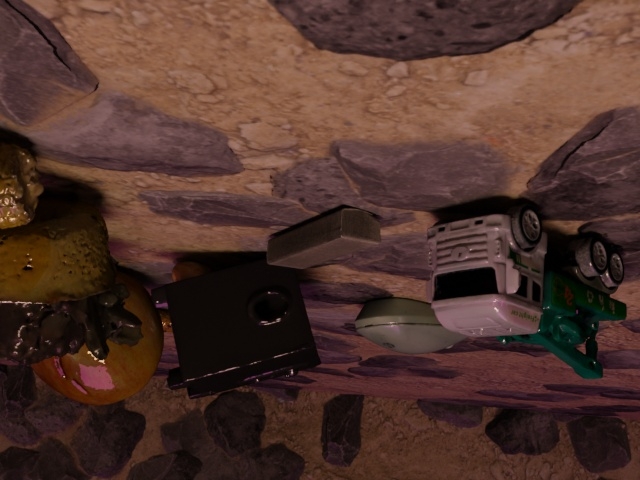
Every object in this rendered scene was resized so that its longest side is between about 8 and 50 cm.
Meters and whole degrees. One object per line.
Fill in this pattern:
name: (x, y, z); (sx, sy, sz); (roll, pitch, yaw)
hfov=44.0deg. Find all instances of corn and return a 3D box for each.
corn: (-0.509, -0.074, 0.948); (0.344, 0.131, 0.131); (1, 162, 4)

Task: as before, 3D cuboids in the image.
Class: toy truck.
toy truck: (0.305, 0.074, 1.122); (0.363, 0.178, 0.176); (24, 155, -39)

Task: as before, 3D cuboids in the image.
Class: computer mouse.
computer mouse: (0.200, 0.191, 1.648); (0.288, 0.097, 0.159); (19, 155, -37)

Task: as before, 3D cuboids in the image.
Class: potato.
potato: (-0.229, 0.065, 1.437); (0.068, 0.062, 0.083); (14, -169, 28)

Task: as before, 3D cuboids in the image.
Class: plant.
plant: (-0.434, 0.092, 1.279); (0.312, 0.213, 0.215); (3, -179, 18)

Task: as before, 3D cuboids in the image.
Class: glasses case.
glasses case: (0.000, 0.000, 1.174); (0.070, 0.047, 0.205); (11, 162, -32)

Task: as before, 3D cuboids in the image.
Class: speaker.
speaker: (-0.142, 0.160, 1.395); (0.253, 0.184, 0.232); (-15, 163, -2)

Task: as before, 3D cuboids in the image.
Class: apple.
apple: (-0.425, 0.189, 1.521); (0.264, 0.265, 0.264); (4, 163, 1)

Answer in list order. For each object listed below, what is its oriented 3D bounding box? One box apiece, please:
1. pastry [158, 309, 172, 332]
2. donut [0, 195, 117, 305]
pastry: (-0.377, 0.188, 1.862); (0.140, 0.056, 0.080); (12, 170, -41)
donut: (-0.412, 0.003, 1.066); (0.271, 0.107, 0.272); (5, -168, -1)
